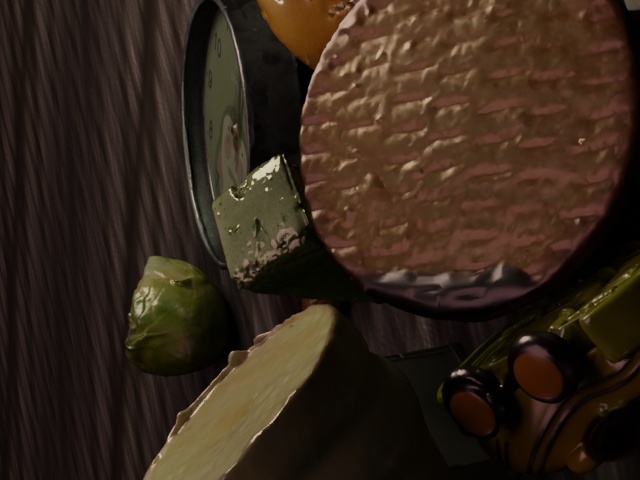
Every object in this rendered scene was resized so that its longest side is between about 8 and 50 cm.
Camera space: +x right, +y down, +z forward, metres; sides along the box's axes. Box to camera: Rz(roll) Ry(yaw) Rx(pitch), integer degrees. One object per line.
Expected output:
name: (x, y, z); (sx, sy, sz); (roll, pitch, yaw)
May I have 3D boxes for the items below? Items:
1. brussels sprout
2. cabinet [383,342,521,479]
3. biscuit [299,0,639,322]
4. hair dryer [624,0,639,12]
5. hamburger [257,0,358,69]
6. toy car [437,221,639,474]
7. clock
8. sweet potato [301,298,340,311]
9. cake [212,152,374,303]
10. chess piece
brussels sprout: (-0.171, 0.099, 1.918); (0.151, 0.122, 0.149); (-77, -3, -71)
cabinet: (0.056, 0.209, 1.460); (0.150, 0.206, 0.145); (56, 141, 37)
biscuit: (0.116, -0.092, 1.235); (0.318, 0.040, 0.318); (-7, 77, 34)
hair dryer: (0.307, -0.270, 1.087); (0.237, 0.075, 0.206); (-1, 89, 52)
hamburger: (0.042, -0.319, 1.417); (0.284, 0.174, 0.304); (-29, 78, 46)
toy car: (0.215, 0.100, 1.207); (0.142, 0.200, 0.248); (52, 141, 0)
clock: (-0.090, -0.123, 1.715); (0.319, 0.066, 0.319); (176, 90, -72)
sweet potato: (0.008, -0.025, 1.638); (0.072, 0.066, 0.314); (-68, -13, -61)
cake: (-0.001, 0.009, 1.482); (0.099, 0.235, 0.100); (-28, 63, 22)
chess piece: (0.083, 0.275, 1.234); (0.442, 0.234, 0.234); (43, 151, -13)
